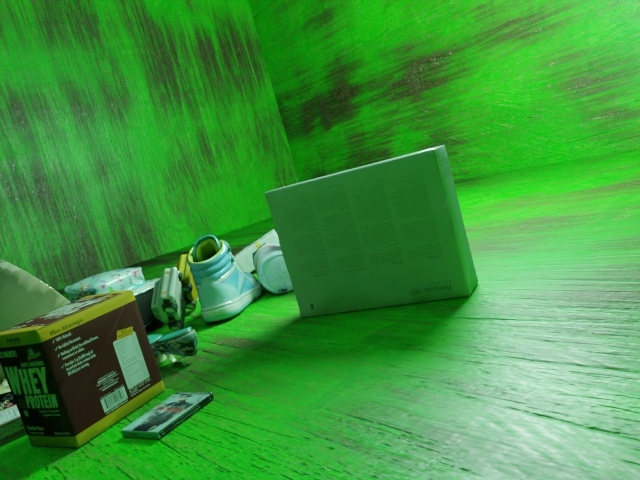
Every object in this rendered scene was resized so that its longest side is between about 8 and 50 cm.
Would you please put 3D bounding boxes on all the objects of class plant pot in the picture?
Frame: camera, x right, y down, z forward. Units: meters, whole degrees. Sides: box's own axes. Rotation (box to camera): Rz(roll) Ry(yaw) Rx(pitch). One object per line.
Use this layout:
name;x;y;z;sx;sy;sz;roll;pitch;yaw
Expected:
plant pot;-0.731;0.221;1.303;0.256;0.256;0.274;-6;47;48

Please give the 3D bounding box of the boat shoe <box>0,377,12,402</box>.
boat shoe;-0.656;0.310;1.243;0.135;0.045;0.050;-14;-29;-35

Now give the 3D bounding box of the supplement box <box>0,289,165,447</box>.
supplement box;-0.399;0.208;0.971;0.129;0.194;0.191;-11;9;32

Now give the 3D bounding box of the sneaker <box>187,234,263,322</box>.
sneaker;-0.250;0.076;1.541;0.127;0.208;0.319;-15;7;7

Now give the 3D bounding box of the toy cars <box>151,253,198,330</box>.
toy cars;-0.378;0.129;1.486;0.087;0.177;0.394;1;7;-4

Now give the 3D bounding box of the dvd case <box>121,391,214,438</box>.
dvd case;-0.235;0.268;0.895;0.087;0.013;0.119;-10;9;35

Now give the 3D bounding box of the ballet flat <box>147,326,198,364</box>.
ballet flat;-0.324;0.225;1.190;0.188;0.070;0.070;-15;7;36

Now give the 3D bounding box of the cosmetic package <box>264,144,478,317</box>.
cosmetic package;0.098;-0.008;1.178;0.377;0.285;0.097;-11;8;28

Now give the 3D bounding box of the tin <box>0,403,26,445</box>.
tin;-0.558;0.328;1.033;0.189;0.040;0.106;-21;14;-33

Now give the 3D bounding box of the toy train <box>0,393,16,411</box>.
toy train;-0.623;0.335;1.141;0.036;0.027;0.158;-6;6;-12

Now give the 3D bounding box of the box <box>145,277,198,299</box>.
box;-0.524;0.178;1.796;0.289;0.087;0.169;-11;9;27

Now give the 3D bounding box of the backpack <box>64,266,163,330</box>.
backpack;-0.579;0.184;1.560;0.253;0.191;0.225;-16;7;34

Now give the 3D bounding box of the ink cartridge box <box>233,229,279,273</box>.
ink cartridge box;-0.214;0.040;2.023;0.175;0.072;0.127;-34;8;-2

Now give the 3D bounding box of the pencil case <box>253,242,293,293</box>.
pencil case;-0.123;0.073;1.653;0.124;0.114;0.273;-7;7;-11
